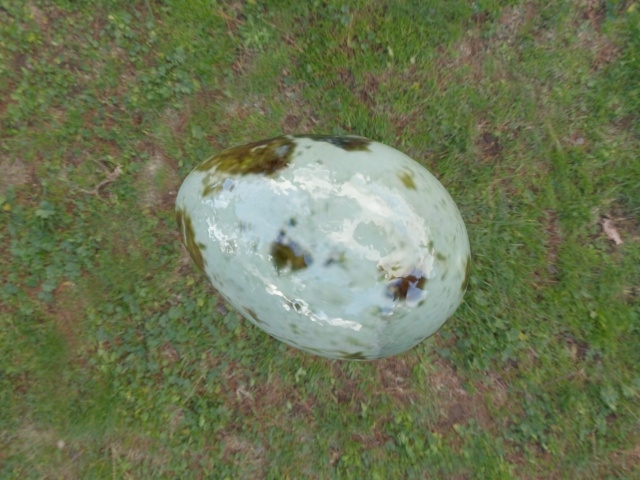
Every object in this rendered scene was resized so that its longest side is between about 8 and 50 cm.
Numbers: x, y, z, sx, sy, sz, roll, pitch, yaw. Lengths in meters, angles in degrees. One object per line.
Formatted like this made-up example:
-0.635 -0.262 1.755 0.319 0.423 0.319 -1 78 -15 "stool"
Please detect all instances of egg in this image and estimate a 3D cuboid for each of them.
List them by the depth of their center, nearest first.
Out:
0.000 0.000 0.434 0.231 0.169 0.169 17 94 4 "egg"
